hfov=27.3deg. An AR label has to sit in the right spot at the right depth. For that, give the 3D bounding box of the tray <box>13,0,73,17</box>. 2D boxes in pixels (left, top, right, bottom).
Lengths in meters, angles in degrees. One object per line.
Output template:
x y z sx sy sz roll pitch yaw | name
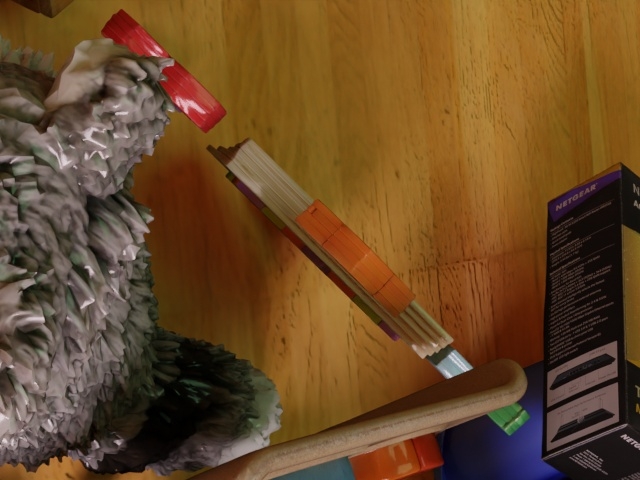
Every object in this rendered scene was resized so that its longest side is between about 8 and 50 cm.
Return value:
-0.066 -0.333 0.801 0.411 0.076 0.203 -52 161 -35 | tray

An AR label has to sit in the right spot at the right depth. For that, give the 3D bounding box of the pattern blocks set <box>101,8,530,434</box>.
0.000 0.000 0.819 0.325 0.285 0.026 44 89 3 | pattern blocks set

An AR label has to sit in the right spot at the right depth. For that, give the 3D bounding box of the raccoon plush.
-0.096 0.022 0.668 0.446 0.299 0.216 10 81 -46 | raccoon plush

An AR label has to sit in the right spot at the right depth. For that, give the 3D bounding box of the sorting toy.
-0.060 0.146 0.702 0.229 0.307 0.041 -12 77 -49 | sorting toy

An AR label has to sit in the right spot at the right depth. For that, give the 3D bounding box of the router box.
0.303 0.120 1.030 0.309 0.081 0.243 33 45 -27 | router box

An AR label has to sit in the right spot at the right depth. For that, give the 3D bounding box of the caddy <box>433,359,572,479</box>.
0.238 0.212 1.107 0.341 0.179 0.241 0 66 -46 | caddy
